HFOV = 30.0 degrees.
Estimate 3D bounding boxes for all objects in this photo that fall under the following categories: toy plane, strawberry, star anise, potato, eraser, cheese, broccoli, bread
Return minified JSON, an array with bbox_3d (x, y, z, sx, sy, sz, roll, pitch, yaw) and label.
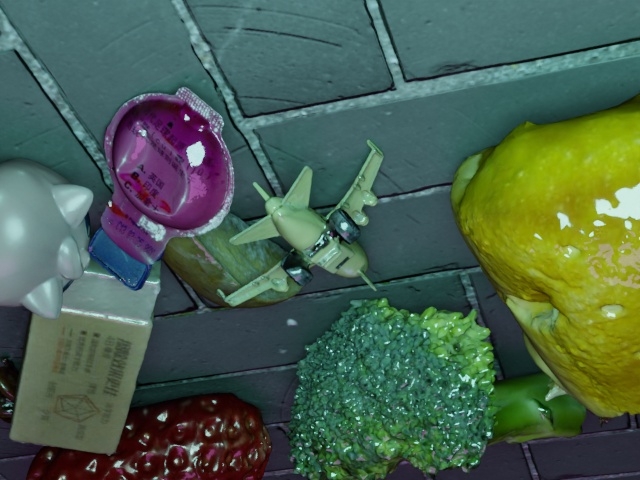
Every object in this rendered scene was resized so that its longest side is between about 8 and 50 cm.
[{"bbox_3d":[0.000,0.000,1.284,0.229,0.092,0.244,-44,146,7],"label":"toy plane"},{"bbox_3d":[-0.219,0.359,1.675,0.345,0.295,0.317,-31,124,9],"label":"strawberry"},{"bbox_3d":[-0.389,0.215,1.642,0.167,0.057,0.168,-2,141,-2],"label":"star anise"},{"bbox_3d":[-0.130,0.024,1.330,0.120,0.100,0.261,-24,138,30],"label":"potato"},{"bbox_3d":[-0.292,0.131,1.465,0.144,0.078,0.343,10,134,-14],"label":"eraser"},{"bbox_3d":[-0.166,-0.050,1.208,0.155,0.062,0.244,39,125,9],"label":"cheese"},{"bbox_3d":[0.165,0.202,1.487,0.397,0.275,0.353,9,-171,-2],"label":"broccoli"},{"bbox_3d":[0.319,0.016,1.189,0.361,0.250,0.394,-18,141,23],"label":"bread"}]

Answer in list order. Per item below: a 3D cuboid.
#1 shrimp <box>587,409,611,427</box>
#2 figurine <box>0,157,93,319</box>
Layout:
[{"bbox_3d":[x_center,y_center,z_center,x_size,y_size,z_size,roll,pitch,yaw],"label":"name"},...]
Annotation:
[{"bbox_3d":[0.394,0.234,1.705,0.059,0.023,0.108,6,146,7],"label":"shrimp"},{"bbox_3d":[-0.362,-0.029,1.244,0.287,0.176,0.186,9,-171,13],"label":"figurine"}]
